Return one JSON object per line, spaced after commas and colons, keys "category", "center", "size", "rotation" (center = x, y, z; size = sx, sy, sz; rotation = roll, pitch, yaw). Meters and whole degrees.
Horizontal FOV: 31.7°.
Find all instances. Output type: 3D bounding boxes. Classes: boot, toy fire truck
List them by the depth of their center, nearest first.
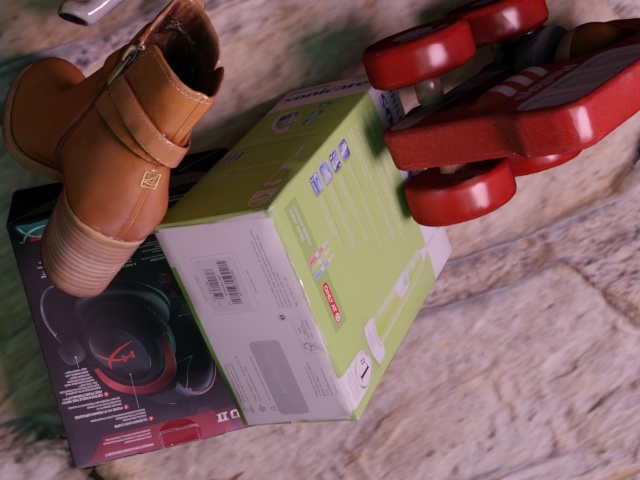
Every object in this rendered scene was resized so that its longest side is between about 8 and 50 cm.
{"category": "boot", "center": [-0.173, -0.120, 0.926], "size": [0.109, 0.283, 0.220], "rotation": [18, 125, -28]}
{"category": "toy fire truck", "center": [0.204, -0.134, 0.999], "size": [0.302, 0.254, 0.169], "rotation": [-31, 110, -40]}

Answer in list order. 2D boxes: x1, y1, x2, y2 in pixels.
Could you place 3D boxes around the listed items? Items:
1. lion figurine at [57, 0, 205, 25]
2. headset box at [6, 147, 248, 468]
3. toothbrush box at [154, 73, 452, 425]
{"category": "lion figurine", "center": [-0.225, -0.328, 0.952], "size": [0.392, 0.142, 0.240], "rotation": [21, 81, -33]}
{"category": "headset box", "center": [-0.163, 0.079, 1.111], "size": [0.218, 0.110, 0.293], "rotation": [-13, 111, -7]}
{"category": "toothbrush box", "center": [0.000, 0.000, 1.018], "size": [0.122, 0.283, 0.206], "rotation": [-8, 117, 31]}
